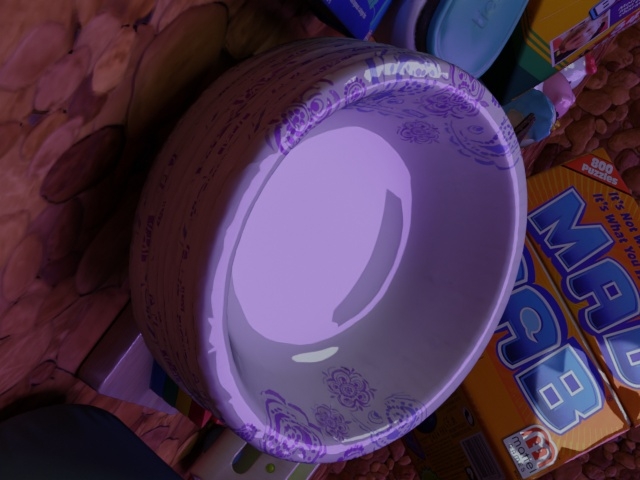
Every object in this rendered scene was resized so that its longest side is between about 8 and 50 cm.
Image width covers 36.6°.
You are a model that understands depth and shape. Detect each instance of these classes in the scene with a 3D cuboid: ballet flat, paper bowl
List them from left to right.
[{"bbox_3d":[0.000,0.000,0.683,0.284,0.148,0.284,-16,116,-35],"label":"paper bowl"},{"bbox_3d":[0.167,-0.303,0.775,0.400,0.139,0.139,-54,167,0],"label":"ballet flat"}]

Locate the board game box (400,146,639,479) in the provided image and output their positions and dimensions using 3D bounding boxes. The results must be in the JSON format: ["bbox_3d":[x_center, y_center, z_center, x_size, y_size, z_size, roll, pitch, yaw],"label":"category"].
[{"bbox_3d":[0.286,0.142,1.420,0.356,0.356,0.356,-22,166,-17],"label":"board game box"}]

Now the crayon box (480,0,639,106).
[{"bbox_3d":[0.347,-0.339,1.088,0.363,0.106,0.313,-33,167,-7],"label":"crayon box"}]

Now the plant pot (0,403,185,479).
[{"bbox_3d":[-0.153,0.298,0.666,0.293,0.235,0.293,-40,144,-36],"label":"plant pot"}]

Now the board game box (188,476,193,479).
[{"bbox_3d":[-0.194,0.404,1.391,0.193,0.045,0.147,-49,166,-27],"label":"board game box"}]

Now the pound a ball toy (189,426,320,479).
[{"bbox_3d":[-0.037,0.203,1.270,0.319,0.135,0.208,-50,161,-21],"label":"pound a ball toy"}]

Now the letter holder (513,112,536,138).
[{"bbox_3d":[0.095,-0.042,1.097,0.302,0.152,0.214,-61,168,22],"label":"letter holder"}]

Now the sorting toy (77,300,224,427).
[{"bbox_3d":[-0.068,0.057,0.875,0.257,0.089,0.255,-53,167,-8],"label":"sorting toy"}]

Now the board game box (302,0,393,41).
[{"bbox_3d":[0.053,-0.246,0.646,0.210,0.047,0.160,-58,167,7],"label":"board game box"}]

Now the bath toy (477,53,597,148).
[{"bbox_3d":[0.319,-0.228,1.422,0.348,0.129,0.151,-39,134,-59],"label":"bath toy"}]
